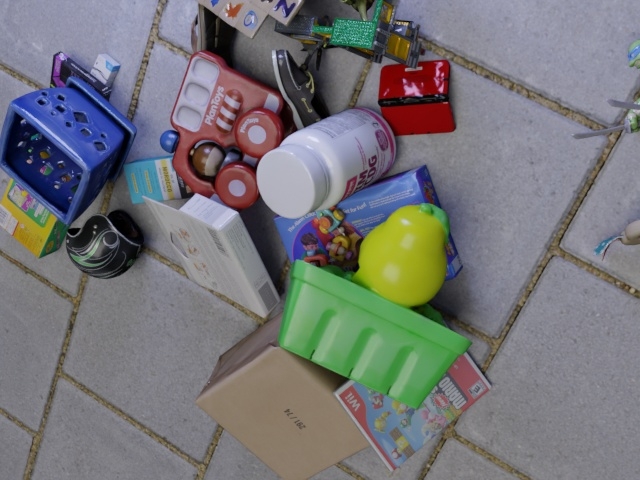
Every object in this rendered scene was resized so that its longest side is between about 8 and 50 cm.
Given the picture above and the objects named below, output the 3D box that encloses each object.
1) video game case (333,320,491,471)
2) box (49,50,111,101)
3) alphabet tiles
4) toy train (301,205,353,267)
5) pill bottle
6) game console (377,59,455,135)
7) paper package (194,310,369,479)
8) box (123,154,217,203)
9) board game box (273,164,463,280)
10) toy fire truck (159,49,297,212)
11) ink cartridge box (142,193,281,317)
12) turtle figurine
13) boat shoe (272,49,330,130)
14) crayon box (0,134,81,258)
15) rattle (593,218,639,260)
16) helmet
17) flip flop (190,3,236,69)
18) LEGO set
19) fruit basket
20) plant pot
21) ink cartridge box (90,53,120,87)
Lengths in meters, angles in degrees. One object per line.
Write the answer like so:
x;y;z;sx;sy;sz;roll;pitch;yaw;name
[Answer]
0.196;0.315;1.715;0.285;0.025;0.204;-36;90;-15;video game case
-0.570;-0.356;1.929;0.162;0.029;0.116;36;137;8;box
-0.119;-0.554;1.580;0.342;0.011;0.285;41;101;35;alphabet tiles
0.000;0.000;1.706;0.125;0.046;0.166;-2;106;25;toy train
0.014;-0.152;1.592;0.160;0.283;0.160;17;121;31;pill bottle
0.196;-0.285;1.634;0.144;0.085;0.124;0;75;24;game console
-0.057;0.353;1.826;0.325;0.168;0.309;44;122;-13;paper package
-0.334;-0.147;1.891;0.244;0.060;0.100;-5;105;26;box
0.098;0.004;1.735;0.347;0.078;0.233;-16;100;28;board game box
-0.202;-0.219;1.722;0.254;0.169;0.302;27;115;2;toy fire truck
-0.240;0.019;1.823;0.261;0.066;0.296;23;149;37;ink cartridge box
0.596;-0.198;1.382;0.266;0.274;0.198;36;152;6;turtle figurine
-0.037;-0.305;1.646;0.069;0.081;0.227;-10;146;13;boat shoe
-0.698;-0.113;2.056;0.165;0.081;0.278;39;118;8;crayon box
0.587;-0.054;1.503;0.200;0.130;0.142;-23;85;55;rattle
-0.528;0.012;1.975;0.161;0.169;0.169;-41;87;13;helmet
-0.235;-0.432;1.739;0.080;0.112;0.277;23;121;33;flip flop
0.076;-0.454;1.566;0.331;0.192;0.255;7;91;36;LEGO set
0.122;0.098;1.585;0.392;0.283;0.392;0;87;-4;fruit basket
-0.565;-0.216;1.856;0.236;0.212;0.236;41;137;1;plant pot
-0.510;-0.390;1.910;0.048;0.028;0.083;39;119;8;ink cartridge box
